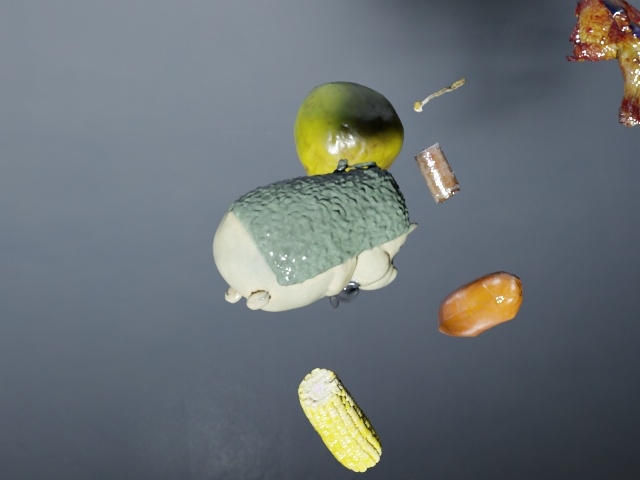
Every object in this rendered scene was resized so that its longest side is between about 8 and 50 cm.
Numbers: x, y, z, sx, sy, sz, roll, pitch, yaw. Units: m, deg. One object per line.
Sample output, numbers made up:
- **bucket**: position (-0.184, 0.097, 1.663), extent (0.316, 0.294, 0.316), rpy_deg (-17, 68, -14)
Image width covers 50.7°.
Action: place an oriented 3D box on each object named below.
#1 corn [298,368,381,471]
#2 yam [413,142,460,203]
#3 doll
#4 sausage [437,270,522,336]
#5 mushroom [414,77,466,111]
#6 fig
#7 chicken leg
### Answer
- **corn**: position (0.037, 0.333, 1.236), extent (0.094, 0.093, 0.244), rpy_deg (-11, 129, 24)
- **yam**: position (0.299, -0.172, 1.728), extent (0.079, 0.141, 0.079), rpy_deg (-28, -173, 4)
- **doll**: position (0.000, 0.000, 1.141), extent (0.350, 0.247, 0.247), rpy_deg (-26, 176, -25)
- **sausage**: position (0.381, 0.157, 1.637), extent (0.133, 0.133, 0.258), rpy_deg (5, 152, -34)
- **mushroom**: position (0.287, -0.347, 1.572), extent (0.028, 0.025, 0.286), rpy_deg (-4, -158, 38)
- **fig**: position (0.076, -0.326, 2.035), extent (0.344, 0.343, 0.343), rpy_deg (-5, 167, -1)
- **chicken leg**: position (0.632, -0.402, 1.433), extent (0.177, 0.322, 0.083), rpy_deg (-35, 160, 15)
